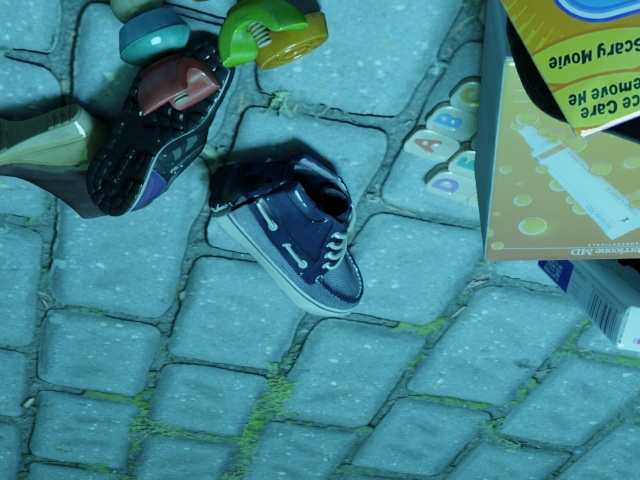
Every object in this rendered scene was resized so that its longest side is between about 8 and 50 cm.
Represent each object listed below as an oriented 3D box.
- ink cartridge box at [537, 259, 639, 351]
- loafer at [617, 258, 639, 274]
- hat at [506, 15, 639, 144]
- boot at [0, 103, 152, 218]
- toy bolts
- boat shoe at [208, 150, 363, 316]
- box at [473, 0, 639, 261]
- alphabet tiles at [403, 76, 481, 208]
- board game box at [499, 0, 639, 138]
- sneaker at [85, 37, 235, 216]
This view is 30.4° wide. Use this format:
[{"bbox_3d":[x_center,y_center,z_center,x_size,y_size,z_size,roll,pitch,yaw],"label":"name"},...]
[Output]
[{"bbox_3d":[0.507,0.089,1.638,0.330,0.324,0.071,12,105,-11],"label":"ink cartridge box"},{"bbox_3d":[0.422,-0.008,1.565,0.078,0.220,0.080,-7,130,-26],"label":"loafer"},{"bbox_3d":[0.349,-0.233,1.136,0.331,0.331,0.134,1,144,3],"label":"hat"},{"bbox_3d":[-0.378,-0.086,1.620,0.248,0.090,0.207,-11,142,15],"label":"boot"},{"bbox_3d":[-0.124,-0.262,1.337,0.228,0.158,0.218,-26,178,23],"label":"toy bolts"},{"bbox_3d":[0.000,0.000,1.681,0.158,0.127,0.340,-12,144,35],"label":"boat shoe"},{"bbox_3d":[0.299,-0.144,1.371,0.215,0.168,0.345,-2,142,3],"label":"box"},{"bbox_3d":[0.268,-0.122,1.572,0.278,0.021,0.284,18,144,-21],"label":"alphabet tiles"},{"bbox_3d":[0.281,-0.352,0.801,0.357,0.356,0.356,-21,111,33],"label":"board game box"},{"bbox_3d":[-0.188,-0.155,1.516,0.283,0.107,0.124,-46,168,30],"label":"sneaker"}]
